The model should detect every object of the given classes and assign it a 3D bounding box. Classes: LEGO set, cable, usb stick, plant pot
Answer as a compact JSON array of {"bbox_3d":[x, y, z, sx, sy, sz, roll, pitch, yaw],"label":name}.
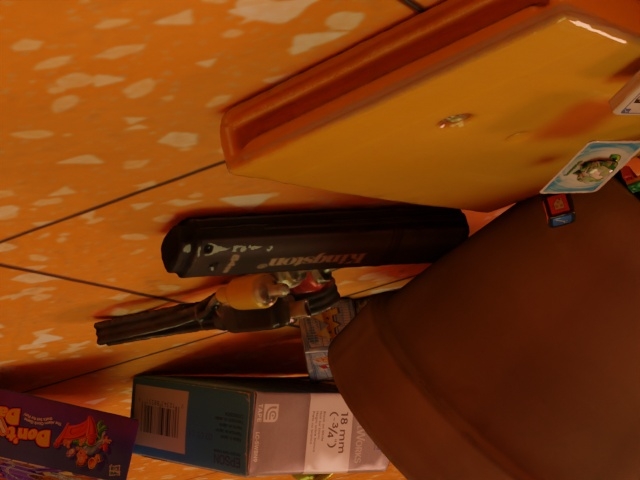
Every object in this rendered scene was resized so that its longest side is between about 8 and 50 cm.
[{"bbox_3d":[0.252,-0.082,1.070,0.182,0.060,0.244,-2,154,-23],"label":"LEGO set"},{"bbox_3d":[-0.097,0.054,1.504,0.287,0.072,0.139,-7,-173,38],"label":"cable"},{"bbox_3d":[0.000,0.000,1.333,0.278,0.045,0.077,-3,161,-24],"label":"usb stick"},{"bbox_3d":[0.215,0.088,1.301,0.280,0.323,0.323,-52,151,13],"label":"plant pot"}]

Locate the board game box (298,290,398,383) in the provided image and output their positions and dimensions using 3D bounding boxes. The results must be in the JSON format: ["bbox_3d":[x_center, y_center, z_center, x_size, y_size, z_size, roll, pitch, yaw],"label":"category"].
[{"bbox_3d":[0.051,0.104,1.714,0.194,0.060,0.194,-14,165,12],"label":"board game box"}]

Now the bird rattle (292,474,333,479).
[{"bbox_3d":[0.023,0.270,2.268,0.207,0.143,0.253,-7,-178,37],"label":"bird rattle"}]

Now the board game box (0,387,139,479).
[{"bbox_3d":[-0.356,0.261,1.841,0.233,0.078,0.347,14,160,-7],"label":"board game box"}]

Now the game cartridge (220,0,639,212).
[{"bbox_3d":[0.137,-0.096,1.084,0.285,0.052,0.324,-22,163,36],"label":"game cartridge"}]

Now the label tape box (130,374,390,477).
[{"bbox_3d":[-0.034,0.227,1.896,0.334,0.106,0.241,5,178,-41],"label":"label tape box"}]
